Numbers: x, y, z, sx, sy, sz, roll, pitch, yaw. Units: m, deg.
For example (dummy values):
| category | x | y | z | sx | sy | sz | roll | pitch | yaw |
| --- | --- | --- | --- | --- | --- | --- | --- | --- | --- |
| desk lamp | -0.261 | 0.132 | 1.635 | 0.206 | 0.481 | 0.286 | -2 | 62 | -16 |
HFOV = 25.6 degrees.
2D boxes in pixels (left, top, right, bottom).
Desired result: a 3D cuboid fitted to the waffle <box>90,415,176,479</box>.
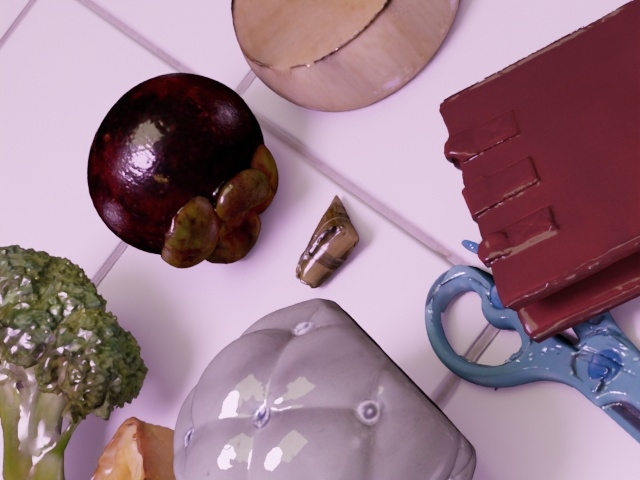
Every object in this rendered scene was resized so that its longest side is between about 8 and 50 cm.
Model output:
| category | x | y | z | sx | sy | sz | roll | pitch | yaw |
| --- | --- | --- | --- | --- | --- | --- | --- | --- | --- |
| waffle | -0.169 | 0.368 | 1.203 | 0.304 | 0.077 | 0.348 | -54 | 38 | 36 |

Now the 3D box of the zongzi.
| category | x | y | z | sx | sy | sz | roll | pitch | yaw |
| --- | --- | --- | --- | --- | --- | --- | --- | --- | --- |
| zongzi | 0.000 | 0.000 | 1.405 | 0.076 | 0.040 | 0.083 | -47 | 32 | 15 |

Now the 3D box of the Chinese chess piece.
| category | x | y | z | sx | sy | sz | roll | pitch | yaw |
| --- | --- | --- | --- | --- | --- | --- | --- | --- | --- |
| Chinese chess piece | 0.027 | -0.261 | 1.493 | 0.257 | 0.104 | 0.257 | -21 | 52 | 30 |

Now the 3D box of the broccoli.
| category | x | y | z | sx | sy | sz | roll | pitch | yaw |
| --- | --- | --- | --- | --- | --- | --- | --- | --- | --- |
| broccoli | -0.266 | 0.143 | 1.457 | 0.254 | 0.186 | 0.302 | -46 | 70 | 35 |

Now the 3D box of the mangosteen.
| category | x | y | z | sx | sy | sz | roll | pitch | yaw |
| --- | --- | --- | --- | --- | --- | --- | --- | --- | --- |
| mangosteen | -0.142 | -0.074 | 1.464 | 0.209 | 0.210 | 0.210 | -20 | 53 | 29 |

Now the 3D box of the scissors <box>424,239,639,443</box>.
| category | x | y | z | sx | sy | sz | roll | pitch | yaw |
| --- | --- | --- | --- | --- | --- | --- | --- | --- | --- |
| scissors | 0.224 | 0.104 | 1.154 | 0.180 | 0.032 | 0.393 | -48 | 44 | 6 |

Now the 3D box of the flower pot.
| category | x | y | z | sx | sy | sz | roll | pitch | yaw |
| --- | --- | --- | --- | --- | --- | --- | --- | --- | --- |
| flower pot | -0.001 | 0.175 | 1.149 | 0.195 | 0.246 | 0.246 | -43 | 44 | -1 |

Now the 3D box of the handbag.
| category | x | y | z | sx | sy | sz | roll | pitch | yaw |
| --- | --- | --- | --- | --- | --- | --- | --- | --- | --- |
| handbag | 0.248 | -0.077 | 1.185 | 0.275 | 0.084 | 0.260 | -29 | 47 | 15 |
